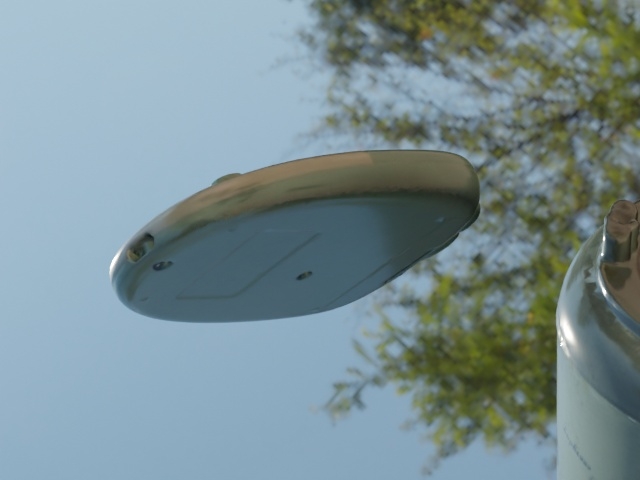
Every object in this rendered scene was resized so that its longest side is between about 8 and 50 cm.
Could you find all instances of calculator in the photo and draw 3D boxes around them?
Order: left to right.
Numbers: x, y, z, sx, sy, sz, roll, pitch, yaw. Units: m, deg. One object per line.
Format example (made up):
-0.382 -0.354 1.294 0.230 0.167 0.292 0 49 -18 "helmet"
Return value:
0.000 0.000 0.445 0.153 0.095 0.021 1 -119 -47 "calculator"

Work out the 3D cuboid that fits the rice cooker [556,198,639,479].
0.243 0.124 0.707 0.316 0.317 0.264 25 -162 -26 "rice cooker"
